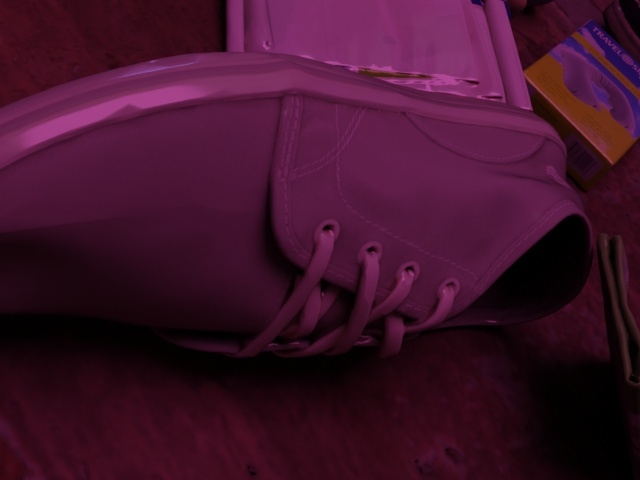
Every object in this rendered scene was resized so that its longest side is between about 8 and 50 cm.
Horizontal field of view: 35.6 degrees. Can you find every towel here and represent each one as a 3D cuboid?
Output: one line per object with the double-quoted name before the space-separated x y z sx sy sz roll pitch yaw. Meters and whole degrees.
"towel" 0.195 0.081 0.620 0.023 0.152 0.113 -10 50 13

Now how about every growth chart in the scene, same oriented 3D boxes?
"growth chart" 0.040 -0.147 0.723 0.237 0.021 0.172 9 59 -9

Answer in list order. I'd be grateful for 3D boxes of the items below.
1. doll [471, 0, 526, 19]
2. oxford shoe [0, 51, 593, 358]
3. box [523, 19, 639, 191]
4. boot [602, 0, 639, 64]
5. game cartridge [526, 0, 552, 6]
"doll" 0.087 -0.191 0.818 0.189 0.046 0.129 -31 86 -38
"oxford shoe" 0.000 0.000 0.530 0.449 0.169 0.130 -3 60 -41
"box" 0.238 -0.125 0.871 0.109 0.042 0.178 46 45 5
"boot" 0.482 -0.251 0.958 0.377 0.284 0.138 5 53 -32
"game cartridge" 0.168 -0.365 0.877 0.294 0.060 0.196 64 28 -45
